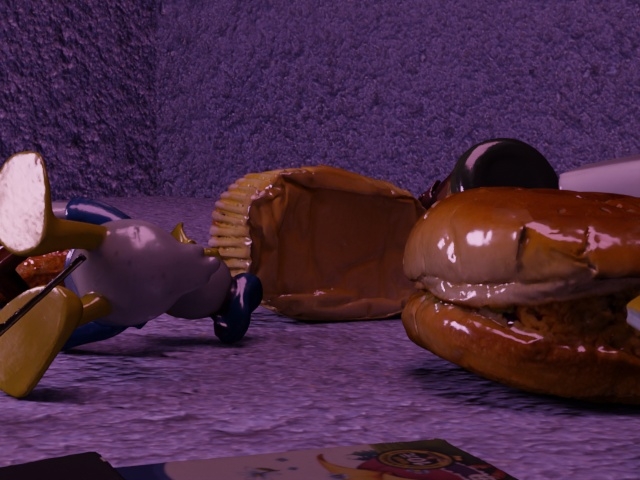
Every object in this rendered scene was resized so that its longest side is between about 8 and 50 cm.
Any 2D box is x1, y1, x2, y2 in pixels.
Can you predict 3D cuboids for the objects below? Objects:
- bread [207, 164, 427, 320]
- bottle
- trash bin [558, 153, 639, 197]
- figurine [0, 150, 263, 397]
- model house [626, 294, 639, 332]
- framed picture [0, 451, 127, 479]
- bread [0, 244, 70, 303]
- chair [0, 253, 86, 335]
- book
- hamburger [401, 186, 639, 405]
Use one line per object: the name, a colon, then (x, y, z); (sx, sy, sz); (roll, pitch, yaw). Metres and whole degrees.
bread: (0.000, 0.000, 1.414); (0.250, 0.179, 0.133); (0, 1, -24)
bottle: (0.186, -0.007, 1.479); (0.143, 0.156, 0.271); (-14, -19, -22)
trash bin: (0.456, -0.011, 1.330); (0.367, 0.256, 0.296); (-5, 7, 24)
figurine: (-0.193, 0.053, 1.159); (0.283, 0.205, 0.338); (-4, -12, 42)
model house: (0.362, -0.016, 0.794); (0.323, 0.340, 0.300); (-3, 4, 2)
framed picture: (-0.223, 0.150, 0.518); (0.323, 0.013, 0.244); (-6, 8, -24)
bread: (-0.359, 0.040, 1.481); (0.268, 0.095, 0.139); (-14, 4, -4)
chair: (-0.336, 0.071, 0.862); (0.325, 0.170, 0.160); (-44, -9, 22)
book: (-0.026, 0.150, 0.635); (0.322, 0.018, 0.228); (-1, 5, -22)
hamburger: (0.219, 0.040, 1.071); (0.289, 0.170, 0.314); (6, 3, -12)
